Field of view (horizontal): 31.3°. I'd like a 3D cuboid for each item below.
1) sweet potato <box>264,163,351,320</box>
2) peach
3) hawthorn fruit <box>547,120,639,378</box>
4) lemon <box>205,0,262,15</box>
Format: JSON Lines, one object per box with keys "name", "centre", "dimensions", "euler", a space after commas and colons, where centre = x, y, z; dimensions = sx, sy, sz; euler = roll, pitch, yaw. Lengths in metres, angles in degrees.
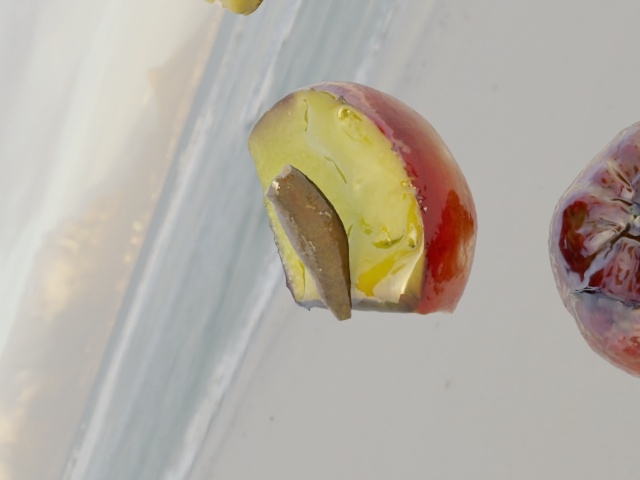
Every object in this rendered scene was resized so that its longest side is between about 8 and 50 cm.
{"name": "sweet potato", "centre": [0.000, 0.000, 1.432], "dimensions": [0.077, 0.077, 0.243], "euler": [-90, -24, -53]}
{"name": "peach", "centre": [0.084, -0.042, 1.630], "dimensions": [0.306, 0.242, 0.380], "euler": [-37, 62, 40]}
{"name": "hawthorn fruit", "centre": [0.536, 0.035, 1.572], "dimensions": [0.403, 0.403, 0.402], "euler": [-161, 90, -82]}
{"name": "lemon", "centre": [-0.063, -0.276, 0.866], "dimensions": [0.173, 0.173, 0.206], "euler": [-96, 12, -71]}
